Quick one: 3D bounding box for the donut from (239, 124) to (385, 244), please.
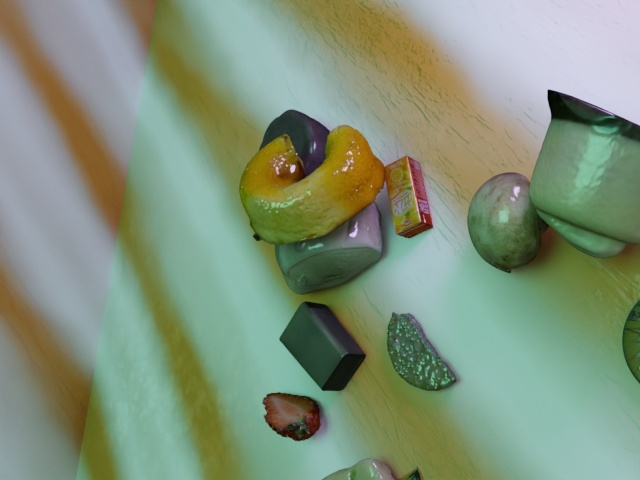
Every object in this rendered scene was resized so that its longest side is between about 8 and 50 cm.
[{"bbox_3d":[-0.049,-0.170,1.950,0.435,0.163,0.377,-3,45,28],"label":"donut"}]

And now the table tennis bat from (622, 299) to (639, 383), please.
[{"bbox_3d":[0.749,0.258,1.387,0.215,0.044,0.329,-20,63,39],"label":"table tennis bat"}]

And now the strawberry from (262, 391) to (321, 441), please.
[{"bbox_3d":[-0.085,0.560,2.075,0.236,0.175,0.106,-115,15,-74],"label":"strawberry"}]

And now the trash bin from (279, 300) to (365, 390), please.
[{"bbox_3d":[0.005,0.329,2.055,0.240,0.122,0.164,47,112,40],"label":"trash bin"}]

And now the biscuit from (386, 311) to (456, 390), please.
[{"bbox_3d":[0.260,0.323,1.855,0.141,0.038,0.290,-54,45,20],"label":"biscuit"}]

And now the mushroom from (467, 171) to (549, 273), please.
[{"bbox_3d":[0.464,-0.041,1.656,0.255,0.184,0.255,167,90,-72],"label":"mushroom"}]

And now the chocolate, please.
[{"bbox_3d":[0.601,-0.133,1.462,0.326,0.314,0.297,45,113,40],"label":"chocolate"}]

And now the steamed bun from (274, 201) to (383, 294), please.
[{"bbox_3d":[-0.005,0.000,2.074,0.383,0.236,0.247,-27,53,35],"label":"steamed bun"}]

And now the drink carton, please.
[{"bbox_3d":[0.258,-0.128,1.969,0.096,0.071,0.223,-26,61,36],"label":"drink carton"}]

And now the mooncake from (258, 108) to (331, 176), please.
[{"bbox_3d":[-0.076,-0.288,2.293,0.306,0.154,0.306,-17,65,41],"label":"mooncake"}]

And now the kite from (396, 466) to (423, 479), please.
[{"bbox_3d":[0.224,0.768,1.776,0.377,0.013,0.327,7,83,49],"label":"kite"}]

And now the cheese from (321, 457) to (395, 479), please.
[{"bbox_3d":[0.100,0.706,1.855,0.263,0.093,0.159,-35,53,34],"label":"cheese"}]
